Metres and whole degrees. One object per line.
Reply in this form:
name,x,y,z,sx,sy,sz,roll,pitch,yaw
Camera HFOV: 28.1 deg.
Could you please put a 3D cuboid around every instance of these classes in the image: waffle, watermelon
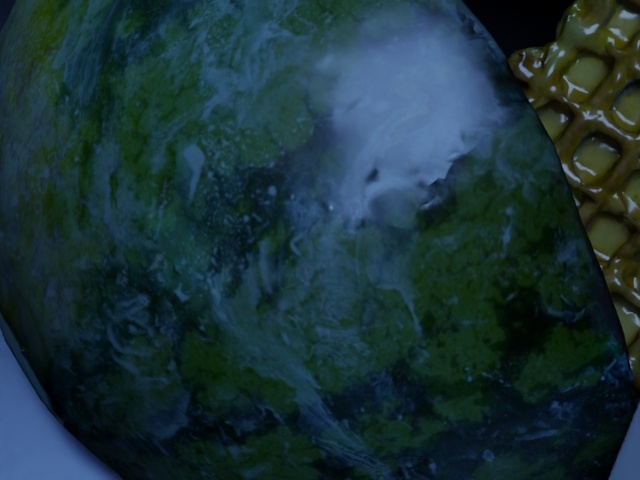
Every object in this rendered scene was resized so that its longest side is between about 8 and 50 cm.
waffle,0.146,-0.026,0.508,0.191,0.038,0.191,1,92,24
watermelon,0.000,0.000,0.485,0.224,0.180,0.305,-40,76,28

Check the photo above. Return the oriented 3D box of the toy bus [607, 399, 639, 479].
toy bus,0.133,0.185,0.402,0.139,0.113,0.301,37,69,-32
